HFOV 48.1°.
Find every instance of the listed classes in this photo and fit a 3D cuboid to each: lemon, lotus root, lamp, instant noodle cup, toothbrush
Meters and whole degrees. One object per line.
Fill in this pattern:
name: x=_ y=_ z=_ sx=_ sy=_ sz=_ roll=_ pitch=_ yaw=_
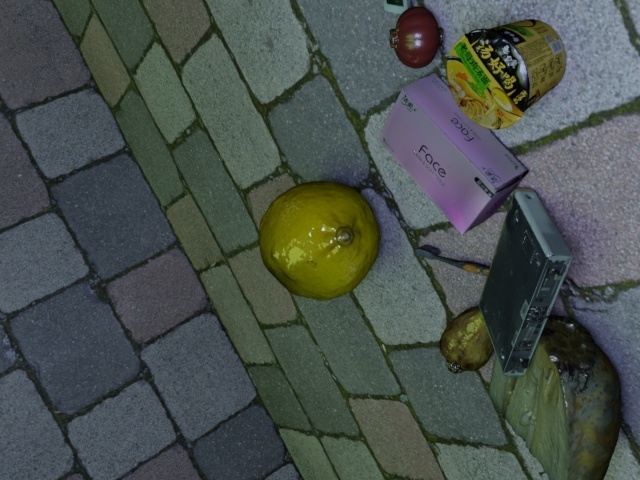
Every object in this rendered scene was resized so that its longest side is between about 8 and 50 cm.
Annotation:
lemon: x=0.000 y=0.000 z=1.575 sx=0.322 sy=0.268 sz=0.268 roll=33 pitch=144 yaw=68
lotus root: x=0.423 y=0.248 z=1.261 sx=0.267 sy=0.149 sz=0.260 roll=-122 pitch=26 yaw=-57
lotus root: x=0.310 y=0.187 z=1.439 sx=0.108 sy=0.094 sz=0.191 roll=18 pitch=131 yaw=-4
lamp: x=0.161 y=-0.340 z=1.203 sx=0.101 sy=0.090 sz=0.101 roll=176 pitch=90 yaw=-85
instant noodle cup: x=0.281 y=-0.252 z=1.058 sx=0.151 sy=0.122 sz=0.151 roll=39 pitch=144 yaw=37
toothbrush: x=0.304 y=0.053 z=1.381 sx=0.321 sy=0.031 sz=0.023 roll=21 pitch=133 yaw=49

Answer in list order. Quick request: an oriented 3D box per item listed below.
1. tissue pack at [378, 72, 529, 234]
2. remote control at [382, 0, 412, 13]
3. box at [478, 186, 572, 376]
tissue pack: x=0.226 y=-0.150 z=1.264 sx=0.246 sy=0.092 sz=0.148 roll=51 pitch=151 yaw=17
remote control: x=0.126 y=-0.468 z=1.207 sx=0.065 sy=0.029 sz=0.166 roll=28 pitch=142 yaw=43
box: x=0.333 y=0.074 z=1.207 sx=0.211 sy=0.045 sz=0.270 roll=-96 pitch=11 yaw=-51
